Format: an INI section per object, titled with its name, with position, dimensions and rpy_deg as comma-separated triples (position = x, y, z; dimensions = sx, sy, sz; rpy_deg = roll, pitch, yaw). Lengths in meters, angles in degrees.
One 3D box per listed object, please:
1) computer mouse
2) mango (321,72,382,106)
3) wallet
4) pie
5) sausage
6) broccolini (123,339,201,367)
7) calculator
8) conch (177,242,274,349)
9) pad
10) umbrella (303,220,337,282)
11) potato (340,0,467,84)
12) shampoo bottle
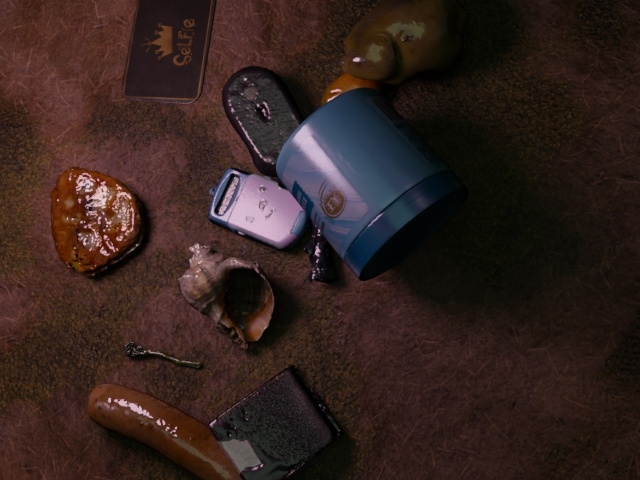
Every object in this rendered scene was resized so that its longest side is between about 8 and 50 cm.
[computer mouse]
position = -0.135, -0.311, 1.877
dimensions = 0.183, 0.116, 0.323
rpy_deg = -30, 81, 5
[mango]
position = 0.081, -0.389, 1.868
dimensions = 0.165, 0.089, 0.115
rpy_deg = -11, 88, 11
[wallet]
position = -0.108, 0.459, 1.726
dimensions = 0.262, 0.071, 0.220
rpy_deg = -33, 77, -17
[pie]
position = -0.608, -0.053, 1.934
dimensions = 0.309, 0.085, 0.307
rpy_deg = -1, 85, 10
[sausage]
position = -0.367, 0.490, 1.776
dimensions = 0.501, 0.123, 0.136
rpy_deg = 24, 90, 13
[broccolini]
position = -0.416, 0.300, 1.869
dimensions = 0.218, 0.042, 0.044
rpy_deg = 10, 81, 6
[calculator]
position = -0.165, -0.086, 1.871
dimensions = 0.293, 0.051, 0.172
rpy_deg = 22, 85, 17
[conch]
position = -0.236, 0.124, 1.805
dimensions = 0.210, 0.159, 0.291
rpy_deg = -27, 115, -4
[pad]
position = -0.406, -0.574, 2.000
dimensions = 0.315, 0.063, 0.375
rpy_deg = 5, 82, 11
[umbrella]
position = -0.003, 0.000, 1.828
dimensions = 0.071, 0.080, 0.224
rpy_deg = -14, 70, 44
[potato]
position = 0.210, -0.505, 1.787
dimensions = 0.351, 0.202, 0.218
rpy_deg = -21, 91, -11
[shampoo bottle]
position = 0.117, -0.137, 1.690
dimensions = 0.331, 0.331, 0.342
rpy_deg = -39, 75, 2
